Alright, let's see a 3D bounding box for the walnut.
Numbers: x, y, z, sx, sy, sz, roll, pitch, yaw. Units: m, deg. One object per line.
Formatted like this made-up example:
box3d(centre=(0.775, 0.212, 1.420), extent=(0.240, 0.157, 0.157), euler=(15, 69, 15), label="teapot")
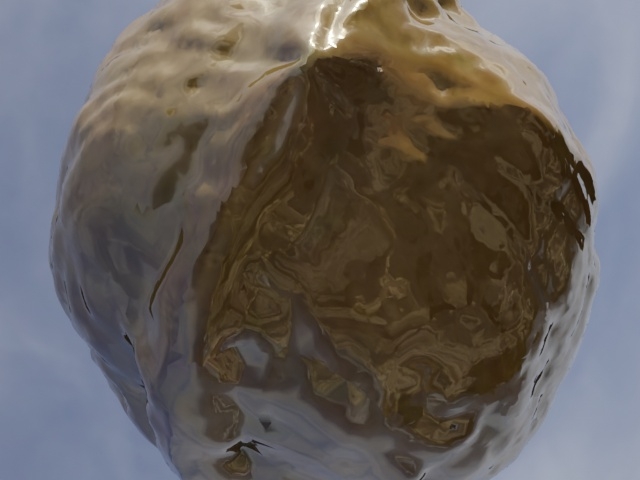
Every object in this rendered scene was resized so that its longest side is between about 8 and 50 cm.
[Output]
box3d(centre=(0.002, -0.003, 1.026), extent=(0.306, 0.306, 0.344), euler=(-47, -18, -19), label="walnut")
